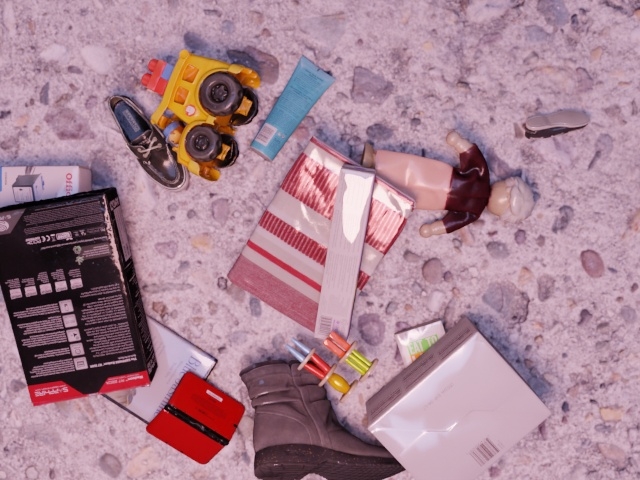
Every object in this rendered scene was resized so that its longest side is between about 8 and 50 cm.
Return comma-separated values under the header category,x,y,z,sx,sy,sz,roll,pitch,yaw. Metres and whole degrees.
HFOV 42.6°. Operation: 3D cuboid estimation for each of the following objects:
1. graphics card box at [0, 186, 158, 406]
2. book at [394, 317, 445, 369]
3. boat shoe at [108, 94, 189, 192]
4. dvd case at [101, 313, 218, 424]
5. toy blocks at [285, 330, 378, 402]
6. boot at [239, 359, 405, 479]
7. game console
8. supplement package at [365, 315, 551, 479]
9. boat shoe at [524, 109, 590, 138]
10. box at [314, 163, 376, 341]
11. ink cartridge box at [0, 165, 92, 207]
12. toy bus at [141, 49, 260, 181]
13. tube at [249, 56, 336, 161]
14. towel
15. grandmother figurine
category,x,y,z,sx,sy,sz,roll,pitch,yaw
graphics card box,-0.455,0.103,1.514,0.232,0.094,0.371,-10,104,2
book,0.209,0.235,1.595,0.096,0.035,0.144,-19,93,2
boat shoe,-0.335,-0.184,1.577,0.077,0.070,0.219,-39,90,1
dvd case,-0.353,0.243,1.604,0.253,0.022,0.180,32,91,0
toy blocks,0.015,0.212,1.497,0.148,0.054,0.123,38,124,1
boot,0.016,0.332,1.541,0.338,0.118,0.223,17,48,-33
game console,-0.241,0.345,1.592,0.144,0.085,0.124,36,59,-15
supplement package,0.247,0.309,1.512,0.262,0.145,0.204,-42,95,6
boat shoe,0.455,-0.220,1.584,0.125,0.038,0.046,-10,48,-5
box,0.045,0.026,1.498,0.067,0.063,0.324,9,104,5
ink cartridge box,-0.544,-0.073,1.575,0.190,0.082,0.140,-1,90,2
toy bus,-0.244,-0.246,1.544,0.211,0.149,0.220,23,93,8
tube,-0.059,-0.251,1.587,0.080,0.052,0.207,34,85,-4
towel,0.000,0.000,1.551,0.237,0.037,0.329,32,106,0
grandmother figurine,0.243,-0.105,1.563,0.342,0.104,0.208,12,118,-2
